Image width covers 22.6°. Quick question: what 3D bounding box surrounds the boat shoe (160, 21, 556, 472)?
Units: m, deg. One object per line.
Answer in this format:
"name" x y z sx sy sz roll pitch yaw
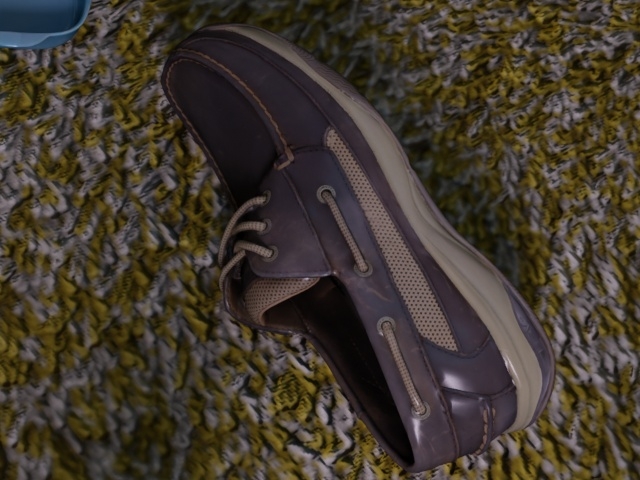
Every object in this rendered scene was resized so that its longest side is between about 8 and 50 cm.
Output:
"boat shoe" 0.000 0.000 1.055 0.130 0.132 0.355 -33 70 -28

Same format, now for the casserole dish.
"casserole dish" -0.227 -0.209 1.183 0.114 0.037 0.188 2 60 -13
